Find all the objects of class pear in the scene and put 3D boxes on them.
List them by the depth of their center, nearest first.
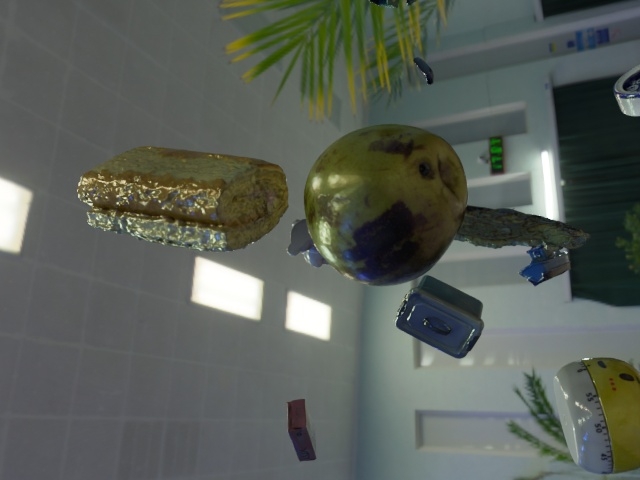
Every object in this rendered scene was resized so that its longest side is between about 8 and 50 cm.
[{"bbox_3d":[0.111,-0.059,1.036,0.283,0.283,0.284,24,-117,-61],"label":"pear"}]

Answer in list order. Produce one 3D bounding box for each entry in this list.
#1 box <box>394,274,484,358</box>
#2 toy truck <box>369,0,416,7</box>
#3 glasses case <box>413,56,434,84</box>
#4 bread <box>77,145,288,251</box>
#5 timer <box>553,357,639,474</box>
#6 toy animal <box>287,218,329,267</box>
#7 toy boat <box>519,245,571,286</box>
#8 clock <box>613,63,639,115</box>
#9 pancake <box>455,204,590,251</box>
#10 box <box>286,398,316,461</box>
[{"bbox_3d":[0.333,0.210,1.707,0.130,0.226,0.162,-54,-13,-50],"label":"box"},{"bbox_3d":[0.124,-0.554,1.196,0.116,0.110,0.216,-48,-40,-24],"label":"toy truck"},{"bbox_3d":[0.223,-0.362,1.310,0.033,0.023,0.083,55,-168,-41],"label":"glasses case"},{"bbox_3d":[-0.272,-0.091,1.239,0.236,0.375,0.165,-39,-49,-54],"label":"bread"},{"bbox_3d":[0.700,0.393,1.417,0.285,0.285,0.286,24,-117,-61],"label":"timer"},{"bbox_3d":[0.000,0.000,1.378,0.127,0.131,0.182,60,-175,24],"label":"toy animal"},{"bbox_3d":[0.568,0.052,1.558,0.223,0.100,0.097,-11,-107,-51],"label":"toy boat"},{"bbox_3d":[0.941,-0.433,1.700,0.083,0.230,0.230,57,-146,-19],"label":"clock"},{"bbox_3d":[0.357,-0.021,1.349,0.305,0.426,0.067,-39,-48,-66],"label":"pancake"},{"bbox_3d":[-0.054,0.551,1.786,0.111,0.059,0.156,-95,-9,-55],"label":"box"}]
